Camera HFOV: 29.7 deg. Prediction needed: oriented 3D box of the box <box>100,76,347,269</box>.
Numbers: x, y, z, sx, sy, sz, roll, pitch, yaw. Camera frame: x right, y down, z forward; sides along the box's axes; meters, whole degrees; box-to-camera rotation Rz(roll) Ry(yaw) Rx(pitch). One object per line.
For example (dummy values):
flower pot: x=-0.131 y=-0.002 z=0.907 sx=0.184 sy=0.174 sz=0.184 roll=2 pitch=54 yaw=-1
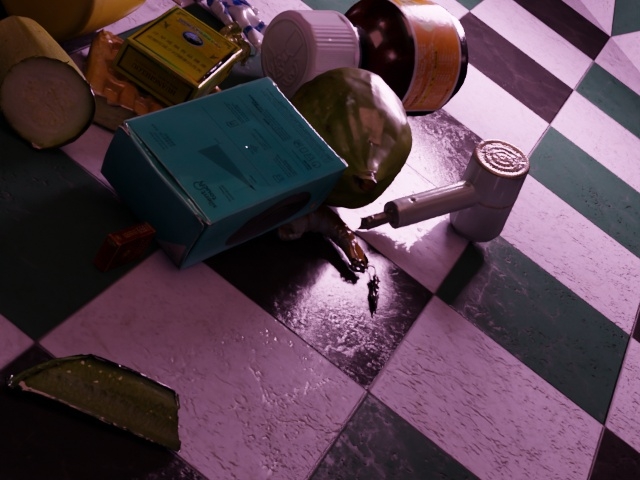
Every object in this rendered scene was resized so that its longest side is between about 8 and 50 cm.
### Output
box: x=-0.139 y=-0.105 z=1.767 sx=0.205 sy=0.118 sz=0.311 roll=47 pitch=43 yaw=16

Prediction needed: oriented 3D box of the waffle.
waffle: x=-0.266 y=-0.225 z=1.937 sx=0.248 sy=0.055 sz=0.221 roll=25 pitch=30 yaw=-18

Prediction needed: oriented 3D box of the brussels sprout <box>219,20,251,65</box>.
brussels sprout: x=-0.173 y=-0.354 z=2.225 sx=0.085 sy=0.058 sz=0.085 roll=27 pitch=56 yaw=-49

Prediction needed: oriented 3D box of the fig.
fig: x=0.029 y=-0.163 z=1.964 sx=0.233 sy=0.233 sz=0.314 roll=39 pitch=19 yaw=7

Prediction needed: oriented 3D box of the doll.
doll: x=-0.177 y=-0.457 z=2.369 sx=0.227 sy=0.057 sz=0.114 roll=48 pitch=36 yaw=3

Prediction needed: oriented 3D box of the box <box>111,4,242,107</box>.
box: x=-0.229 y=-0.297 z=1.960 sx=0.141 sy=0.064 sz=0.220 roll=34 pitch=27 yaw=0

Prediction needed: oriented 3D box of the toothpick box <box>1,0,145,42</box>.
toothpick box: x=-0.389 y=-0.431 z=1.992 sx=0.175 sy=0.175 sz=0.271 roll=38 pitch=26 yaw=5

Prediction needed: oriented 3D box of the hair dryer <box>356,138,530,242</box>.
hair dryer: x=0.200 y=-0.060 z=2.129 sx=0.357 sy=0.173 sz=0.107 roll=-14 pitch=49 yaw=-31

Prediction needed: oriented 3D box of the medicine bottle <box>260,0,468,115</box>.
medicine bottle: x=0.085 y=-0.348 z=2.323 sx=0.395 sy=0.242 sz=0.242 roll=-12 pitch=53 yaw=-43

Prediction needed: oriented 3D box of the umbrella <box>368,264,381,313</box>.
umbrella: x=0.088 y=0.077 z=1.909 sx=0.022 sy=0.013 sz=0.122 roll=13 pitch=35 yaw=-14

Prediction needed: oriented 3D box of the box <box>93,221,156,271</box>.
box: x=-0.261 y=0.008 z=1.606 sx=0.023 sy=0.051 sz=0.082 roll=42 pitch=30 yaw=15

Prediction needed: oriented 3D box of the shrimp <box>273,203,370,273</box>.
shrimp: x=0.000 y=0.000 z=1.908 sx=0.166 sy=0.049 sz=0.161 roll=48 pitch=29 yaw=7

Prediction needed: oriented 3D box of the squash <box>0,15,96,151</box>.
squash: x=-0.433 y=-0.270 z=1.757 sx=0.137 sy=0.137 sz=0.287 roll=7 pitch=37 yaw=-41

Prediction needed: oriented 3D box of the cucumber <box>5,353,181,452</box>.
cucumber: x=-0.247 y=0.170 z=1.379 sx=0.220 sy=0.070 sz=0.046 roll=25 pitch=1 yaw=-22

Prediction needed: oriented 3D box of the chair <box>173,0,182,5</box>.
chair: x=-0.342 y=-0.529 z=2.267 sx=0.222 sy=0.104 sz=0.095 roll=31 pitch=46 yaw=-14
